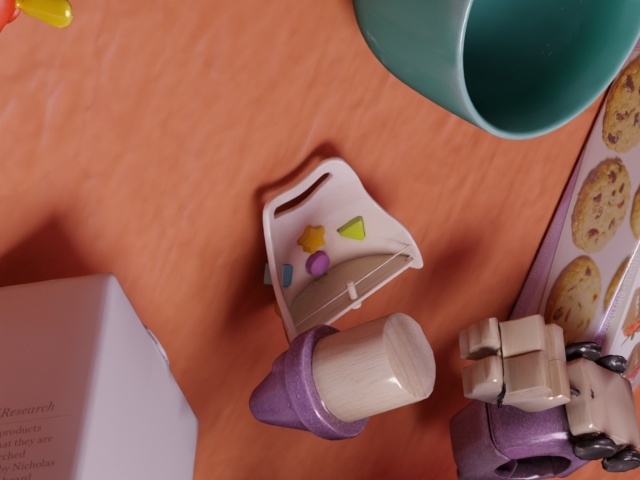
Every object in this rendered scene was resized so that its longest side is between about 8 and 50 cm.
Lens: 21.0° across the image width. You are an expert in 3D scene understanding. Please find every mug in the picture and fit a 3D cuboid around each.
[{"bbox_3d":[0.086,-0.135,0.797,0.158,0.097,0.129,-53,140,-4],"label":"mug"}]

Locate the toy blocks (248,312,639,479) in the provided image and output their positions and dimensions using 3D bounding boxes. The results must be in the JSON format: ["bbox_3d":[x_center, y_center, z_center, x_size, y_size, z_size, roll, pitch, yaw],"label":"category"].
[{"bbox_3d":[0.007,0.206,0.874,0.260,0.309,0.288,-22,149,32],"label":"toy blocks"}]

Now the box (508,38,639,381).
[{"bbox_3d":[0.203,-0.072,0.982,0.063,0.067,0.324,5,114,-47],"label":"box"}]

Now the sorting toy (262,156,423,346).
[{"bbox_3d":[0.000,0.000,0.852,0.083,0.045,0.075,-35,129,-22],"label":"sorting toy"}]

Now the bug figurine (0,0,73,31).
[{"bbox_3d":[-0.163,-0.172,0.502,0.216,0.072,0.279,8,115,-16],"label":"bug figurine"}]

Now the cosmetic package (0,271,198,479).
[{"bbox_3d":[-0.114,0.139,0.697,0.085,0.231,0.117,-9,136,13],"label":"cosmetic package"}]
